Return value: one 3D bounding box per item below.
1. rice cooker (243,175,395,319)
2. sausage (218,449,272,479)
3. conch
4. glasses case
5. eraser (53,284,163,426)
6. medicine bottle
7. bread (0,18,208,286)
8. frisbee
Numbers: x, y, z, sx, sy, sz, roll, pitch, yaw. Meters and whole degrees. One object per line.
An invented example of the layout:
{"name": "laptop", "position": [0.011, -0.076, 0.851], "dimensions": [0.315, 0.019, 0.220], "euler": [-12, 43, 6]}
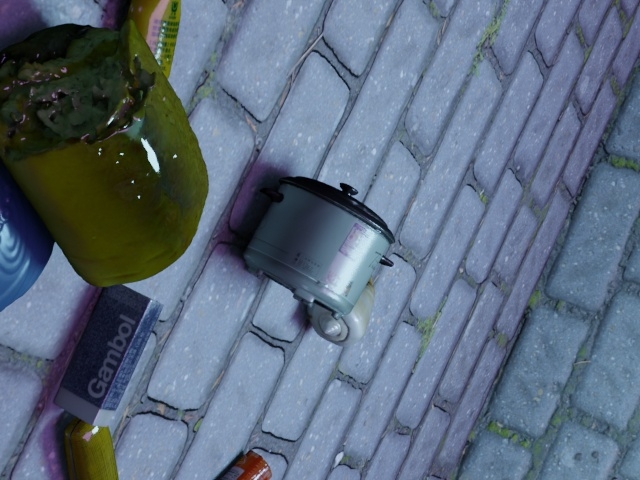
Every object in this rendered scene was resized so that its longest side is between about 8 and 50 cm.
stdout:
{"name": "rice cooker", "position": [0.000, 0.000, 1.965], "dimensions": [0.281, 0.241, 0.227], "euler": [30, 85, -16]}
{"name": "sausage", "position": [-0.205, 0.531, 2.137], "dimensions": [0.274, 0.074, 0.074], "euler": [-42, 142, -39]}
{"name": "conch", "position": [0.041, 0.128, 2.270], "dimensions": [0.255, 0.127, 0.158], "euler": [-55, 125, -67]}
{"name": "glasses case", "position": [-0.370, 0.369, 1.758], "dimensions": [0.079, 0.064, 0.234], "euler": [-48, 149, -42]}
{"name": "eraser", "position": [-0.328, 0.174, 1.675], "dimensions": [0.212, 0.092, 0.046], "euler": [-66, 153, -2]}
{"name": "medicine bottle", "position": [-0.227, -0.347, 1.520], "dimensions": [0.095, 0.064, 0.260], "euler": [-12, 120, -59]}
{"name": "bread", "position": [-0.274, -0.111, 1.421], "dimensions": [0.376, 0.208, 0.251], "euler": [74, 23, -52]}
{"name": "frisbee", "position": [-0.424, -0.032, 1.380], "dimensions": [0.289, 0.049, 0.289], "euler": [-30, 126, -52]}
